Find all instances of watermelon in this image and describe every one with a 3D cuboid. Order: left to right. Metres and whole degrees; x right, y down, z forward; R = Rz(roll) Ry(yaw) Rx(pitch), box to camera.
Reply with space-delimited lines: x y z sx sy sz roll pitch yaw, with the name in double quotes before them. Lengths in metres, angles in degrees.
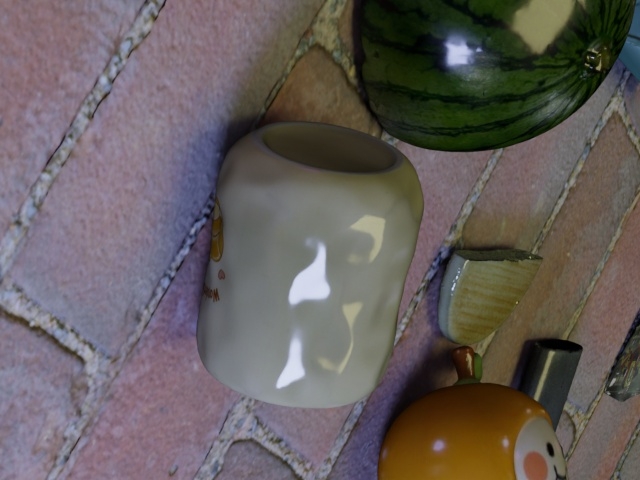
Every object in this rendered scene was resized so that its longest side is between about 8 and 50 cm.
"watermelon" 0.195 -0.230 1.615 0.331 0.189 0.330 -43 143 -45

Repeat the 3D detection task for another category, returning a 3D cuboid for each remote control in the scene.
"remote control" 0.238 0.303 2.143 0.107 0.044 0.377 -2 111 -62

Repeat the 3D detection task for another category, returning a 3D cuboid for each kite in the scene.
"kite" 0.459 0.111 2.394 0.141 0.015 0.245 5 108 -60

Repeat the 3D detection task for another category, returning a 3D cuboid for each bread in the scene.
"bread" 0.172 0.061 1.898 0.193 0.036 0.112 0 117 -56

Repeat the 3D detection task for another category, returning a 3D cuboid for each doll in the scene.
"doll" 0.158 0.217 1.846 0.213 0.213 0.236 22 57 -59

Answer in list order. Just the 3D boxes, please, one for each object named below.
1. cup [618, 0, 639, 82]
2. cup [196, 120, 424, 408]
"cup" 0.404 -0.233 1.977 0.236 0.148 0.134 25 55 -59
"cup" 0.015 0.007 1.480 0.255 0.173 0.202 -18 125 -51
